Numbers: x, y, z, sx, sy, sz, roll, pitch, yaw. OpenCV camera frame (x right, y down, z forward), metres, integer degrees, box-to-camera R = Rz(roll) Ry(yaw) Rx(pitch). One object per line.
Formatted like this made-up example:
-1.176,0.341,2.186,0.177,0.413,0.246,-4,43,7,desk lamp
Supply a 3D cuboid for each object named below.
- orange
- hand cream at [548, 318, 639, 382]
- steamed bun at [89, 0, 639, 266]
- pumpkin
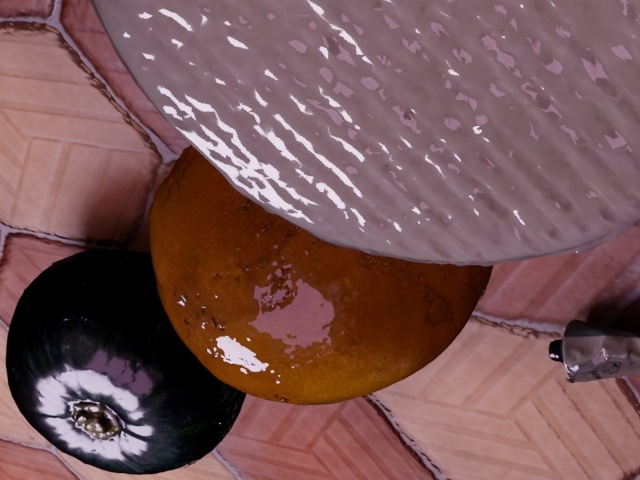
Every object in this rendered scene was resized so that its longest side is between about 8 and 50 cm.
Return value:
0.000,0.000,0.865,0.240,0.240,0.240,16,138,15,orange
0.290,0.072,0.923,0.248,0.052,0.075,-10,152,29,hand cream
0.065,-0.175,0.634,0.374,0.241,0.374,13,133,15,steamed bun
-0.179,0.111,1.141,0.233,0.163,0.233,15,138,13,pumpkin
